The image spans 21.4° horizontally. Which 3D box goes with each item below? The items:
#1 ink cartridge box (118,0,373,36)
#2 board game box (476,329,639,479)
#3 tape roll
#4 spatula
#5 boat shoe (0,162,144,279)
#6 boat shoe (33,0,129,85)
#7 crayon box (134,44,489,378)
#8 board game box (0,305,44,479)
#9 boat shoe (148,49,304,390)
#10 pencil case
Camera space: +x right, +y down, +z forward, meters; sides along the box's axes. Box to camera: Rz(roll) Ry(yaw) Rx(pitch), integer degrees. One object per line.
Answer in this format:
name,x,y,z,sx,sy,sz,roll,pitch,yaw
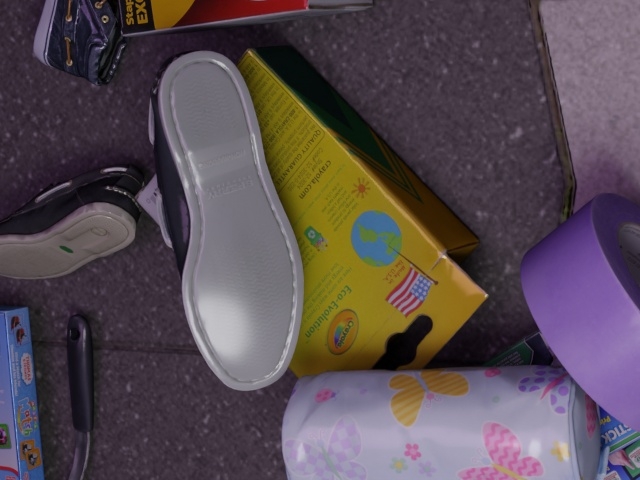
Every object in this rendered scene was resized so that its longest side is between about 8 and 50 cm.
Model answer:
ink cartridge box,-0.113,-0.347,1.547,0.271,0.130,0.310,-4,96,30
board game box,0.178,0.215,1.521,0.317,0.046,0.214,-34,82,28
tape roll,0.255,0.059,1.373,0.080,0.189,0.189,-41,78,28
spatula,-0.254,0.220,1.764,0.084,0.030,0.297,10,102,34
boat shoe,-0.269,-0.016,1.725,0.233,0.084,0.079,-19,50,36
boat shoe,-0.220,-0.245,1.662,0.083,0.065,0.183,25,116,22
crayon box,0.000,0.000,1.565,0.318,0.081,0.202,48,116,15
board game box,-0.365,0.173,1.800,0.160,0.039,0.212,1,99,39
boat shoe,-0.086,-0.019,1.514,0.114,0.091,0.303,-7,95,-14
pencil case,0.103,0.171,1.445,0.273,0.113,0.124,-5,123,21
